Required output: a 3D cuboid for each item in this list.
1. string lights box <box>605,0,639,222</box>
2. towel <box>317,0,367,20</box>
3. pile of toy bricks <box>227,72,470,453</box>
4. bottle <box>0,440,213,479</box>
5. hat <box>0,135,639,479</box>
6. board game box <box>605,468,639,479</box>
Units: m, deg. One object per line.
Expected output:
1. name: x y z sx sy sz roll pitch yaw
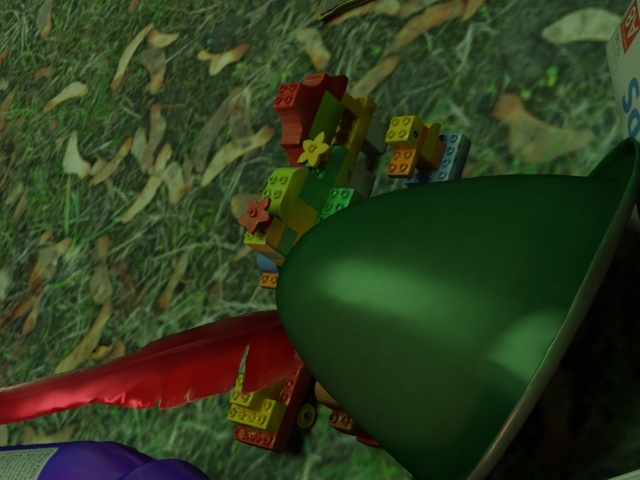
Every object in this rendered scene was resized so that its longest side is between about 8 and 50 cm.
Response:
1. string lights box: 0.185 -0.101 0.306 0.259 0.077 0.133 107 167 -55
2. towel: 0.025 -0.196 0.687 0.060 0.009 0.083 -15 54 37
3. pile of toy bricks: 0.000 0.000 0.505 0.118 0.105 0.212 2 65 44
4. bottle: -0.131 0.168 0.526 0.283 0.092 0.118 -13 59 37
5. hat: -0.001 0.002 0.388 0.208 0.183 0.173 -55 -7 -43
6. board game box: 0.050 0.198 0.317 0.305 0.053 0.193 -28 68 28
